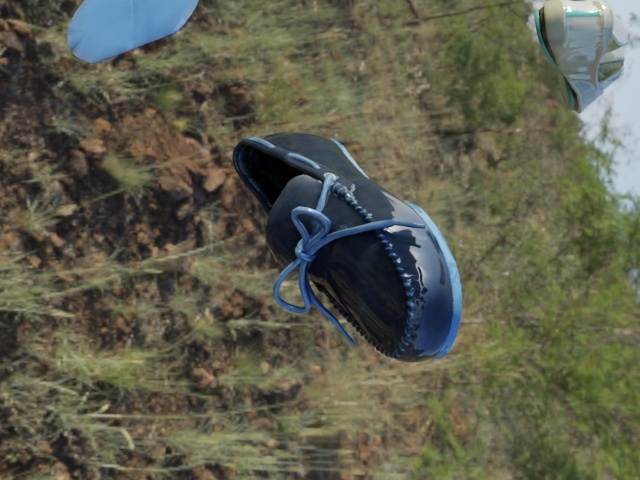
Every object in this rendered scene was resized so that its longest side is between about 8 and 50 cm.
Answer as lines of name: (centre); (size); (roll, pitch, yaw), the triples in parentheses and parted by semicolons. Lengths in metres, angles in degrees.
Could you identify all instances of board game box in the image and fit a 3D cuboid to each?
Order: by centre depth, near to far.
board game box: (-0.210, -0.254, 0.849); (0.033, 0.168, 0.133); (60, 14, -53)

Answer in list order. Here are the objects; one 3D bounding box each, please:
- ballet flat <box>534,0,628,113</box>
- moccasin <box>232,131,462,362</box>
ballet flat: (0.288, -0.196, 0.784); (0.248, 0.086, 0.086); (6, 81, -67)
moccasin: (0.000, 0.000, 0.660); (0.342, 0.116, 0.138); (47, -52, 57)
